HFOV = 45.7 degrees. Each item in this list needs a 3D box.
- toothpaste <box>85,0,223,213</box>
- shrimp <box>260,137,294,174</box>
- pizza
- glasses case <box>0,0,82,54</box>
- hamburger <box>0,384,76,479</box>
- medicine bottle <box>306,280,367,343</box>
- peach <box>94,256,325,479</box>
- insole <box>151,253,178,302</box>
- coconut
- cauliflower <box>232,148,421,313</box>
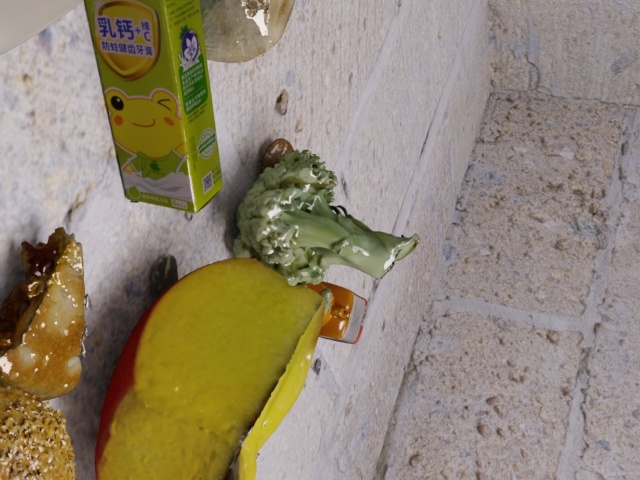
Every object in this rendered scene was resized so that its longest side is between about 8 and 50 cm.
[{"bbox_3d":[-0.199,-0.190,0.924,0.077,0.110,0.327,-51,146,-48],"label":"toothpaste"},{"bbox_3d":[-0.074,-0.115,1.404,0.162,0.045,0.095,82,28,-47],"label":"shrimp"},{"bbox_3d":[-0.312,0.078,0.829,0.154,0.069,0.194,42,55,-67],"label":"pizza"},{"bbox_3d":[-0.285,-0.250,0.742,0.204,0.051,0.081,-58,151,-44],"label":"glasses case"},{"bbox_3d":[-0.340,0.266,0.684,0.294,0.179,0.276,-21,119,-67],"label":"hamburger"},{"bbox_3d":[-0.001,0.145,1.591,0.222,0.149,0.112,34,69,-68],"label":"medicine bottle"},{"bbox_3d":[-0.166,0.230,1.061,0.306,0.242,0.380,105,7,-54],"label":"peach"},{"bbox_3d":[-0.230,0.132,1.160,0.081,0.011,0.248,-52,147,-54],"label":"insole"},{"bbox_3d":[-0.119,-0.314,0.959,0.194,0.194,0.194,11,90,-70],"label":"coconut"},{"bbox_3d":[-0.021,0.007,1.297,0.260,0.281,0.327,-52,154,6],"label":"cauliflower"}]
